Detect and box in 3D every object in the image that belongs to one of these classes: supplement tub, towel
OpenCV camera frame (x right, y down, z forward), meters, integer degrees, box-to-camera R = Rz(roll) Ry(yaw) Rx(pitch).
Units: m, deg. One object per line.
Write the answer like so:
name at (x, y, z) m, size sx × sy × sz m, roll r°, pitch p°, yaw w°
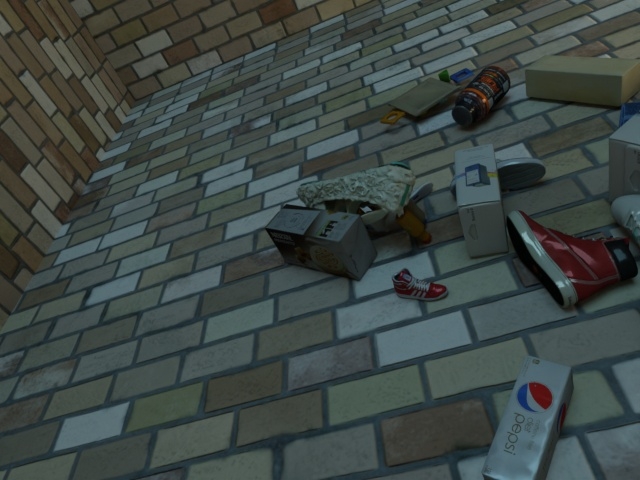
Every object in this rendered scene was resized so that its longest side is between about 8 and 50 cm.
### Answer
supplement tub at (0.472, -0.424, 1.521) m, size 0.106 × 0.106 × 0.198 m, roll 19°, pitch 57°, yaw 44°
towel at (0.767, -0.296, 1.249) m, size 0.067 × 0.029 × 0.120 m, roll 4°, pitch 46°, yaw 33°

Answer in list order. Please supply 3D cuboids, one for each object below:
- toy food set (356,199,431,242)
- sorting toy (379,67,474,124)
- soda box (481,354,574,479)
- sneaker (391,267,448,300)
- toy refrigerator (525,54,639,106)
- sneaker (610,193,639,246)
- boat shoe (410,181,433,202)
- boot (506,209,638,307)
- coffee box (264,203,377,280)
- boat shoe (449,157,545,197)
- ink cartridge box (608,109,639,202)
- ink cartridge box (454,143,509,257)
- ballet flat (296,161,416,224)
toy food set at (0.185, -0.059, 1.299) m, size 0.232 × 0.104 × 0.111 m, roll 0°, pitch 56°, yaw 57°
sorting toy at (0.345, -0.468, 1.702) m, size 0.347 × 0.047 × 0.196 m, roll -33°, pitch 33°, yaw -8°
soda box at (0.326, 0.290, 0.794) m, size 0.073 × 0.069 × 0.216 m, roll 9°, pitch 51°, yaw 38°
sneaker at (0.209, 0.093, 1.099) m, size 0.118 × 0.067 × 0.042 m, roll -2°, pitch 44°, yaw 30°
toy refrigerator at (0.711, -0.438, 1.404) m, size 0.102 × 0.094 × 0.269 m, roll -37°, pitch 38°, yaw -23°
sneaker at (0.611, -0.019, 0.956) m, size 0.094 × 0.080 × 0.212 m, roll -8°, pitch 35°, yaw -16°
boat shoe at (0.253, -0.126, 1.362) m, size 0.100 × 0.035 × 0.035 m, roll -39°, pitch 41°, yaw -5°
boot at (0.496, 0.005, 1.018) m, size 0.176 × 0.088 × 0.244 m, roll -25°, pitch 45°, yaw 3°
coffee box at (0.000, 0.000, 1.278) m, size 0.246 × 0.141 × 0.098 m, roll 12°, pitch 52°, yaw 39°
boat shoe at (0.430, -0.170, 1.262) m, size 0.226 × 0.083 × 0.076 m, roll -10°, pitch 41°, yaw 23°
ink cartridge box at (0.720, -0.178, 1.020) m, size 0.232 × 0.171 × 0.168 m, roll -39°, pitch 39°, yaw -15°
ink cartridge box at (0.360, -0.090, 1.151) m, size 0.093 × 0.154 × 0.213 m, roll -8°, pitch 40°, yaw 22°
ballet flat at (0.065, -0.099, 1.284) m, size 0.147 × 0.147 × 0.408 m, roll -49°, pitch 23°, yaw -27°
